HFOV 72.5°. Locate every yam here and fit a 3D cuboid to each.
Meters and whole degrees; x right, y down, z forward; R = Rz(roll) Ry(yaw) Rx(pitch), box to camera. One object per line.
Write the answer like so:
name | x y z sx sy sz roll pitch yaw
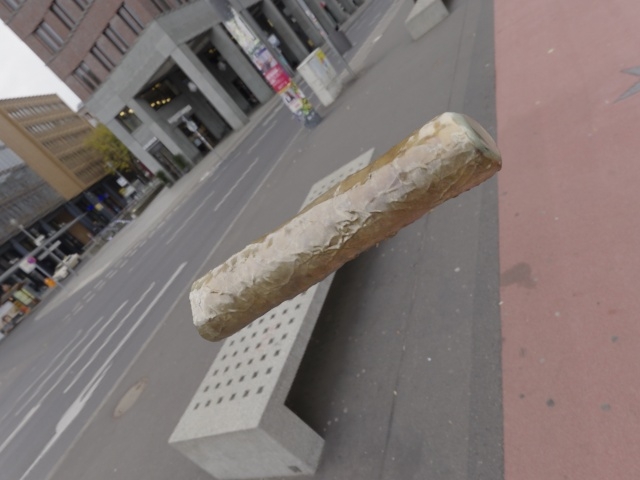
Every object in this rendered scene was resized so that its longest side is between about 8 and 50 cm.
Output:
yam | 0.000 0.000 0.359 0.299 0.066 0.066 -32 22 27
